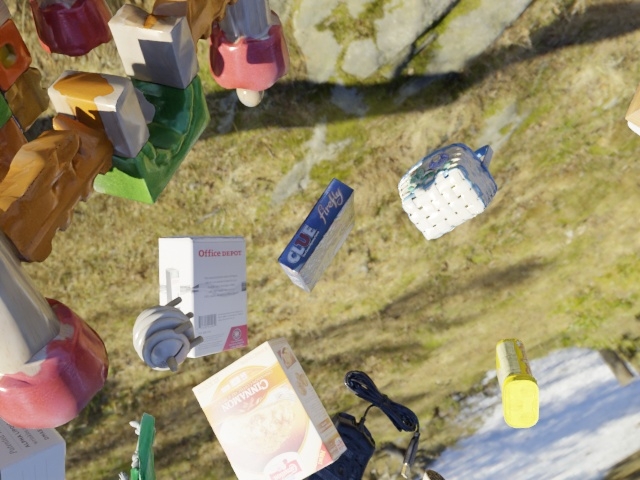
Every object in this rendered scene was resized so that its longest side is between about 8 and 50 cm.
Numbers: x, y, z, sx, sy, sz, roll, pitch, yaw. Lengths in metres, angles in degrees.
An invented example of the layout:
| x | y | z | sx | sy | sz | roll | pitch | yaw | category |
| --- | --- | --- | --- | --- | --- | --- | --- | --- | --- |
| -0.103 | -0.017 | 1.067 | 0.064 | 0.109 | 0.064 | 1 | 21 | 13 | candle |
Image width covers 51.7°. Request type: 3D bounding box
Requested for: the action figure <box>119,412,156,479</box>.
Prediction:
| x | y | z | sx | sy | sz | roll | pitch | yaw | category |
| --- | --- | --- | --- | --- | --- | --- | --- | --- | --- |
| -0.352 | 0.473 | 1.287 | 0.063 | 0.232 | 0.137 | -6 | 144 | -2 | action figure |

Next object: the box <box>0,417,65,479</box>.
| x | y | z | sx | sy | sz | roll | pitch | yaw | category |
| --- | --- | --- | --- | --- | --- | --- | --- | --- | --- |
| -0.342 | 0.243 | 0.642 | 0.119 | 0.181 | 0.181 | -18 | 123 | -44 | box |

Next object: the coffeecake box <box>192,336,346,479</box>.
| x | y | z | sx | sy | sz | roll | pitch | yaw | category |
| --- | --- | --- | --- | --- | --- | --- | --- | --- | --- |
| -0.073 | 0.255 | 0.943 | 0.142 | 0.186 | 0.068 | -34 | 168 | 15 | coffeecake box |

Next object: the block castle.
| x | y | z | sx | sy | sz | roll | pitch | yaw | category |
| --- | --- | --- | --- | --- | --- | --- | --- | --- | --- |
| -0.239 | -0.096 | 0.573 | 0.302 | 0.453 | 0.213 | 14 | 145 | 14 | block castle |

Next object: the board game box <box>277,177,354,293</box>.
| x | y | z | sx | sy | sz | roll | pitch | yaw | category |
| --- | --- | --- | --- | --- | --- | --- | --- | --- | --- |
| 0.000 | 0.000 | 1.164 | 0.165 | 0.042 | 0.243 | -56 | 170 | -9 | board game box |

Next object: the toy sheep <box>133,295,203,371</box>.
| x | y | z | sx | sy | sz | roll | pitch | yaw | category |
| --- | --- | --- | --- | --- | --- | --- | --- | --- | --- |
| -0.211 | 0.131 | 0.900 | 0.091 | 0.132 | 0.091 | -10 | 119 | -18 | toy sheep |

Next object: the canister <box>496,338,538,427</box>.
| x | y | z | sx | sy | sz | roll | pitch | yaw | category |
| --- | --- | --- | --- | --- | --- | --- | --- | --- | --- |
| 0.437 | 0.314 | 1.477 | 0.073 | 0.170 | 0.126 | -4 | 114 | 9 | canister |

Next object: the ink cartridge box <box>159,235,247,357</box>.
| x | y | z | sx | sy | sz | roll | pitch | yaw | category |
| --- | --- | --- | --- | --- | --- | --- | --- | --- | --- |
| -0.221 | 0.099 | 1.254 | 0.092 | 0.218 | 0.158 | 1 | -179 | 33 | ink cartridge box |

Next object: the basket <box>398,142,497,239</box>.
| x | y | z | sx | sy | sz | roll | pitch | yaw | category |
| --- | --- | --- | --- | --- | --- | --- | --- | --- | --- |
| 0.341 | -0.147 | 1.751 | 0.254 | 0.201 | 0.289 | -33 | -172 | 25 | basket |

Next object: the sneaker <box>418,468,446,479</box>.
| x | y | z | sx | sy | sz | roll | pitch | yaw | category |
| --- | --- | --- | --- | --- | --- | --- | --- | --- | --- |
| 0.209 | 0.485 | 1.092 | 0.064 | 0.192 | 0.086 | 20 | 116 | -44 | sneaker |

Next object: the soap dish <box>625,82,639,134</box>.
| x | y | z | sx | sy | sz | roll | pitch | yaw | category |
| --- | --- | --- | --- | --- | --- | --- | --- | --- | --- |
| 0.652 | -0.260 | 1.066 | 0.291 | 0.228 | 0.118 | -59 | 180 | -18 | soap dish |

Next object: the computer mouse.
| x | y | z | sx | sy | sz | roll | pitch | yaw | category |
| --- | --- | --- | --- | --- | --- | --- | --- | --- | --- |
| 0.066 | 0.368 | 1.105 | 0.184 | 0.262 | 0.060 | 36 | 144 | -14 | computer mouse |
